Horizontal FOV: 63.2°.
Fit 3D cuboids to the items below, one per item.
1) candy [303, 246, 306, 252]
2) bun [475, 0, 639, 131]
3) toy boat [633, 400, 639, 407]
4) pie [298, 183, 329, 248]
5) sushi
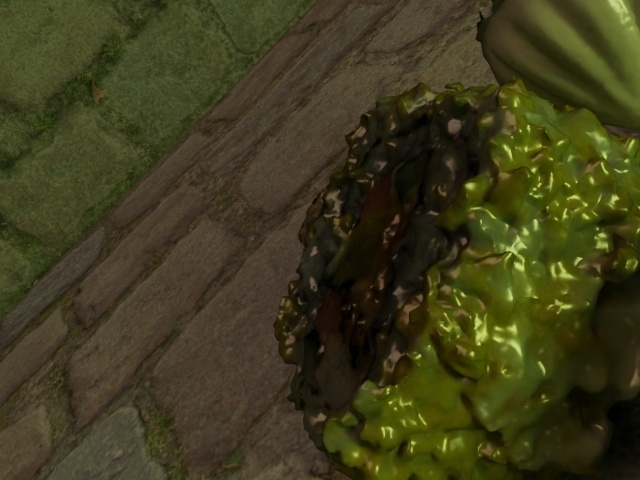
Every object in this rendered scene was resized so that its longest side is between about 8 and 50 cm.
[{"bbox_3d":[0.000,0.000,1.019,0.083,0.025,0.023,-41,58,-15],"label":"candy"},{"bbox_3d":[0.300,-0.182,0.478,0.263,0.263,0.175,-28,74,22],"label":"bun"},{"bbox_3d":[0.306,0.088,0.506,0.121,0.089,0.321,-44,30,13],"label":"toy boat"},{"bbox_3d":[0.036,-0.063,0.935,0.046,0.195,0.195,43,76,14],"label":"pie"},{"bbox_3d":[0.128,0.045,0.520,0.396,0.240,0.351,-67,21,1],"label":"sushi"}]
